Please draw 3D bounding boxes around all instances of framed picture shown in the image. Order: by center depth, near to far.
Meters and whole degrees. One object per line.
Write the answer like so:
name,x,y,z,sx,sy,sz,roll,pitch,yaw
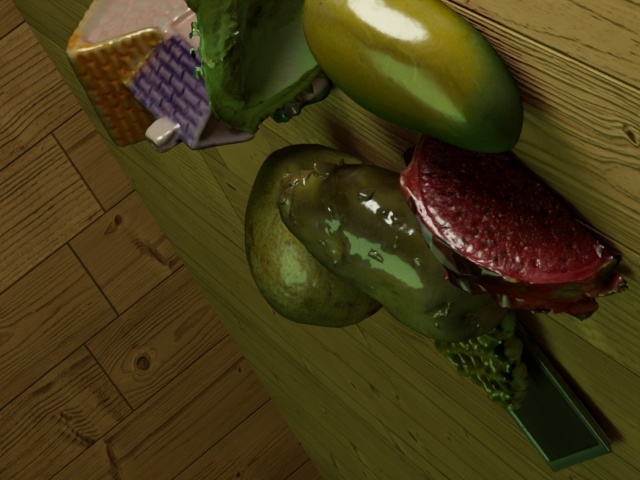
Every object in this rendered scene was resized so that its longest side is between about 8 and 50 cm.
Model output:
framed picture,0.267,0.187,2.138,0.232,0.019,0.296,53,168,6

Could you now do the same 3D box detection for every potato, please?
potato,0.083,0.000,1.885,0.296,0.141,0.191,28,160,14

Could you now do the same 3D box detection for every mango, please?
mango,0.082,-0.164,1.547,0.251,0.114,0.156,43,158,38

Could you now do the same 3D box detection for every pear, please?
pear,0.000,0.000,2.101,0.228,0.188,0.211,-130,41,-50

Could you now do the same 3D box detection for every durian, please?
durian,-0.082,-0.275,1.624,0.163,0.198,0.394,45,165,31

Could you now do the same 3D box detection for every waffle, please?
waffle,0.182,0.102,2.036,0.204,0.054,0.223,44,161,35

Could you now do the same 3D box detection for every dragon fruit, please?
dragon fruit,0.175,0.009,1.691,0.274,0.126,0.161,46,167,25

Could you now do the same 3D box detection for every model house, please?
model house,-0.149,-0.199,2.000,0.237,0.237,0.202,44,165,29

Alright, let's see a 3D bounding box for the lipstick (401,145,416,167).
lipstick,0.127,-0.047,1.947,0.027,0.027,0.176,42,166,36
